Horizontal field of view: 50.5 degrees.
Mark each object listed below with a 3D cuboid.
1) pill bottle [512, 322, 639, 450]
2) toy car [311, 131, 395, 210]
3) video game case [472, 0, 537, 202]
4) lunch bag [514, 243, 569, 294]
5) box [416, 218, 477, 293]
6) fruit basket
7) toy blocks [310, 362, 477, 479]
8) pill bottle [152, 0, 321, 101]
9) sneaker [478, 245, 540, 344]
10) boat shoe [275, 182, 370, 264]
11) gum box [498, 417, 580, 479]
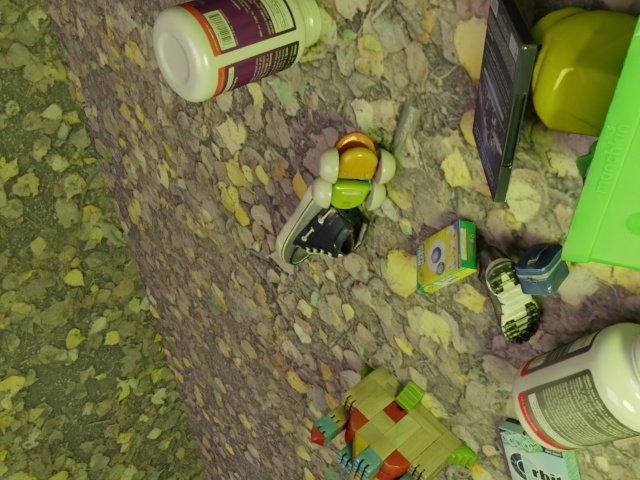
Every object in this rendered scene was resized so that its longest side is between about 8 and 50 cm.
[{"bbox_3d":[0.483,0.240,1.131,0.176,0.176,0.318,55,148,8],"label":"pill bottle"},{"bbox_3d":[0.064,-0.152,1.448,0.182,0.159,0.136,105,161,-49],"label":"toy car"},{"bbox_3d":[0.277,-0.225,1.050,0.196,0.026,0.274,-91,-2,-45],"label":"video game case"},{"bbox_3d":[0.383,0.048,1.185,0.067,0.098,0.065,-3,117,44],"label":"lunch bag"},{"bbox_3d":[0.245,0.037,1.373,0.179,0.043,0.105,138,139,-58],"label":"box"},{"bbox_3d":[0.384,-0.179,0.866,0.392,0.283,0.392,28,139,28],"label":"fruit basket"},{"bbox_3d":[0.156,0.503,1.704,0.381,0.261,0.191,41,143,26],"label":"toy blocks"},{"bbox_3d":[-0.157,-0.406,1.355,0.181,0.323,0.181,33,139,35],"label":"pill bottle"},{"bbox_3d":[0.355,0.097,1.294,0.234,0.078,0.106,60,-173,-36],"label":"sneaker"},{"bbox_3d":[0.000,0.000,1.641,0.158,0.127,0.340,56,147,20],"label":"boat shoe"},{"bbox_3d":[0.476,0.487,1.460,0.157,0.041,0.184,7,119,52],"label":"gum box"}]
